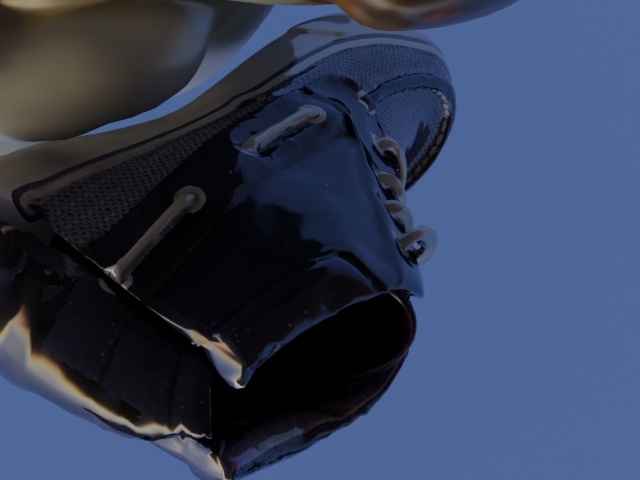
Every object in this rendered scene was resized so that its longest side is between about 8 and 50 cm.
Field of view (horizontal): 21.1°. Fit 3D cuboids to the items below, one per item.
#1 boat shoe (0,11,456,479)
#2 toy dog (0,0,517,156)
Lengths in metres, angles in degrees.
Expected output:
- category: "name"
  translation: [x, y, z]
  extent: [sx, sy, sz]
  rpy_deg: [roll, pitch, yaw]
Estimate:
- category: "boat shoe"
  translation: [0.000, 0.000, 0.763]
  extent: [0.158, 0.340, 0.127]
  rpy_deg: [28, -54, 27]
- category: "toy dog"
  translation: [-0.071, -0.157, 0.718]
  extent: [0.395, 0.408, 0.285]
  rpy_deg: [10, -104, -37]
